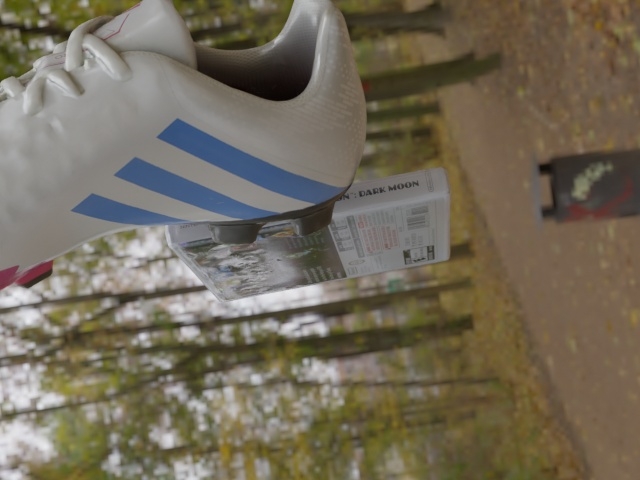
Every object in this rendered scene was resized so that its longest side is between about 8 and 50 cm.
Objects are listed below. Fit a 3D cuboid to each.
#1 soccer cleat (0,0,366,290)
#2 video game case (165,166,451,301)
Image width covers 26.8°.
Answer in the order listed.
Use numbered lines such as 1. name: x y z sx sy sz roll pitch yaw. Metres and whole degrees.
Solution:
1. soccer cleat: -0.131 -0.057 0.694 0.116 0.331 0.143 -129 32 -48
2. video game case: 0.000 0.000 0.889 0.190 0.173 0.022 68 -168 -76
